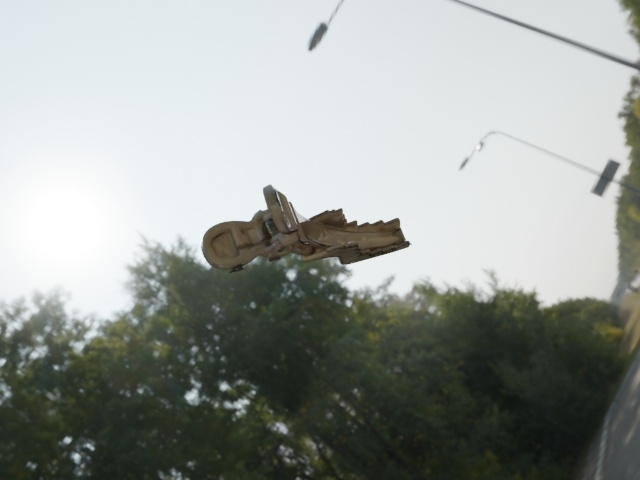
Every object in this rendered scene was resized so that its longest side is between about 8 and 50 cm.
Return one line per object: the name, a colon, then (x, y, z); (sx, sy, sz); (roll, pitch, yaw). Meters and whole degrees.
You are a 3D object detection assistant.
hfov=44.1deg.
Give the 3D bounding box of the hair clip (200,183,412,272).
hair clip: (0.000, 0.000, 0.577); (0.072, 0.034, 0.226); (-29, -17, 23)
